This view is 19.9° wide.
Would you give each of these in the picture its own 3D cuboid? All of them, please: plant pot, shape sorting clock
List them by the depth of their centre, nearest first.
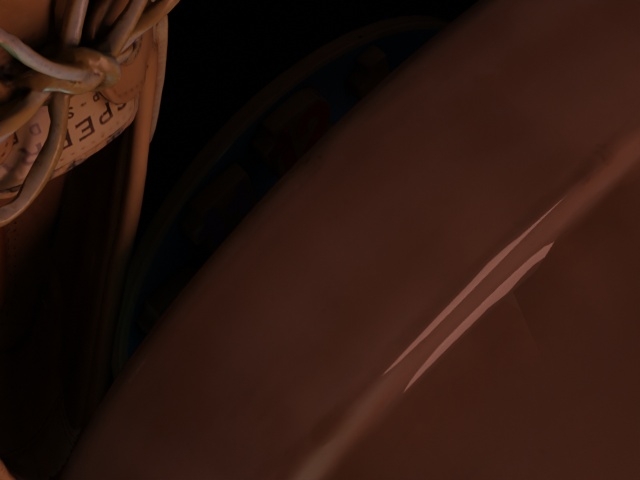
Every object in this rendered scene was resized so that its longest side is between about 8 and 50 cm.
[{"bbox_3d":[0.118,0.094,0.637,0.323,0.280,0.323,-43,167,-12],"label":"plant pot"},{"bbox_3d":[0.000,0.000,0.740,0.206,0.040,0.206,-32,143,-27],"label":"shape sorting clock"}]

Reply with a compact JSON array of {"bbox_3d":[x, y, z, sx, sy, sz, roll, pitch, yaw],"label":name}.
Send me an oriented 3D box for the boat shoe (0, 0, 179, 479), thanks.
[{"bbox_3d":[-0.084,-0.026,0.510,0.104,0.089,0.285,-29,156,-25],"label":"boat shoe"}]
